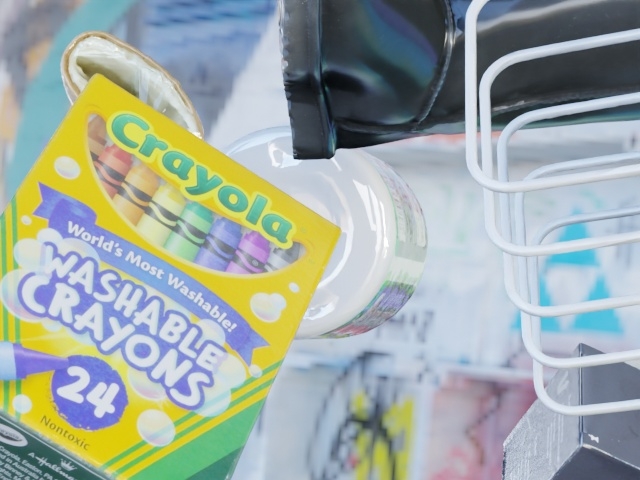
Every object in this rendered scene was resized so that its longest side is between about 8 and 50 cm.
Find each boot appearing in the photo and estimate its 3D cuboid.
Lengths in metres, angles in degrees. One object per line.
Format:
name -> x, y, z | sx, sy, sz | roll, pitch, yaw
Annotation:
boot -> 0.190, -0.187, 1.464 | 0.445, 0.146, 0.367 | -4, -16, 1
boot -> -0.121, -0.048, 1.575 | 0.236, 0.089, 0.269 | 33, -16, 2

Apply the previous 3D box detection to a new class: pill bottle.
pill bottle -> 0.000, 0.000, 1.895 | 0.204, 0.204, 0.361 | 5, -2, 11

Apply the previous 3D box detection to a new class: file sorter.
file sorter -> 0.205, -0.031, 1.253 | 0.173, 0.193, 0.278 | -8, -39, 13

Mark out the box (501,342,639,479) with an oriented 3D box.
box -> 0.254, 0.216, 1.831 | 0.093, 0.158, 0.156 | 25, 35, -10

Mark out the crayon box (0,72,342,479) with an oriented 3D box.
crayon box -> -0.118, 0.031, 1.210 | 0.203, 0.323, 0.083 | 32, -44, -8
